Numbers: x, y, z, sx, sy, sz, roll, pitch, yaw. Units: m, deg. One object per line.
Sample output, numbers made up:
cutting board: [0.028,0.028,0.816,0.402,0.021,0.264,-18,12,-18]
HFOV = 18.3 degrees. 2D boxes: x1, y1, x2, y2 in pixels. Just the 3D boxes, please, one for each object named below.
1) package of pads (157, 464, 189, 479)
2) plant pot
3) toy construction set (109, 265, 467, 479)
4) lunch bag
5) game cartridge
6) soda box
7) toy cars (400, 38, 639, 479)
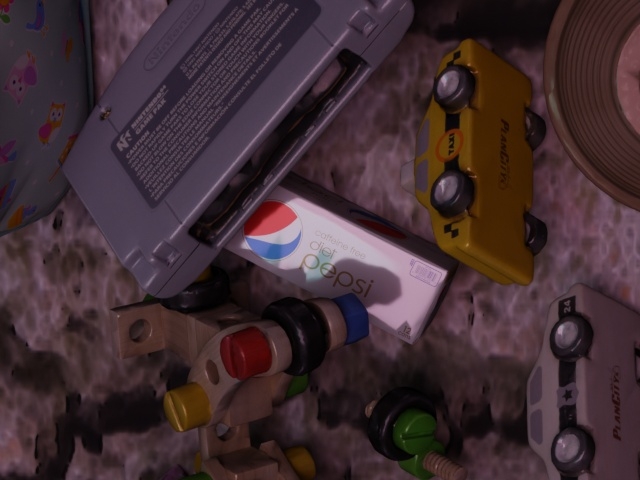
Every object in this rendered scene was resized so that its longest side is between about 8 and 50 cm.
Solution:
package of pads: [-0.120,0.222,1.647,0.032,0.083,0.050,-40,93,11]
plant pot: [0.283,-0.127,1.494,0.237,0.110,0.237,2,98,11]
toy construction set: [-0.097,0.155,1.557,0.309,0.237,0.257,-40,129,-20]
lunch bag: [-0.282,-0.121,1.557,0.160,0.223,0.262,5,101,17]
game cartridge: [-0.072,-0.120,1.539,0.062,0.198,0.297,33,104,-38]
soda box: [0.000,0.000,1.592,0.216,0.074,0.069,28,103,7]
toy cars: [0.155,0.043,1.529,0.087,0.176,0.394,-23,93,39]
